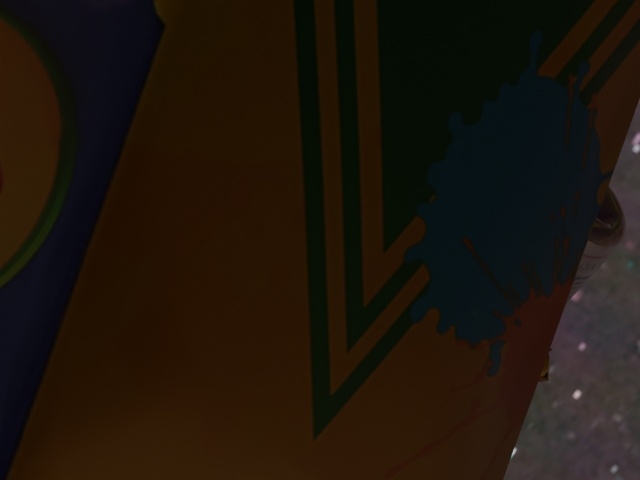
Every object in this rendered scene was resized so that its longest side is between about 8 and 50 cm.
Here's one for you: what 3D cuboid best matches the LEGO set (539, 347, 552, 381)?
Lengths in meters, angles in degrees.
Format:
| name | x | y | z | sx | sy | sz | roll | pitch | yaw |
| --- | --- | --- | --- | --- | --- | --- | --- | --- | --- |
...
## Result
| name | x | y | z | sx | sy | sz | roll | pitch | yaw |
| --- | --- | --- | --- | --- | --- | --- | --- | --- | --- |
| LEGO set | 0.027 | 0.051 | 1.032 | 0.287 | 0.107 | 0.132 | 26 | -114 | -14 |

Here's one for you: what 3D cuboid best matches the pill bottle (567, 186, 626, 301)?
| name | x | y | z | sx | sy | sz | roll | pitch | yaw |
| --- | --- | --- | --- | --- | --- | --- | --- | --- | --- |
| pill bottle | 0.082 | 0.042 | 1.275 | 0.161 | 0.283 | 0.161 | 30 | -154 | -17 |

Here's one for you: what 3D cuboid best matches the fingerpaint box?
| name | x | y | z | sx | sy | sz | roll | pitch | yaw |
| --- | --- | --- | --- | --- | --- | --- | --- | --- | --- |
| fingerpaint box | -0.102 | -0.166 | 0.493 | 0.445 | 0.371 | 0.163 | 23 | -176 | 43 |
